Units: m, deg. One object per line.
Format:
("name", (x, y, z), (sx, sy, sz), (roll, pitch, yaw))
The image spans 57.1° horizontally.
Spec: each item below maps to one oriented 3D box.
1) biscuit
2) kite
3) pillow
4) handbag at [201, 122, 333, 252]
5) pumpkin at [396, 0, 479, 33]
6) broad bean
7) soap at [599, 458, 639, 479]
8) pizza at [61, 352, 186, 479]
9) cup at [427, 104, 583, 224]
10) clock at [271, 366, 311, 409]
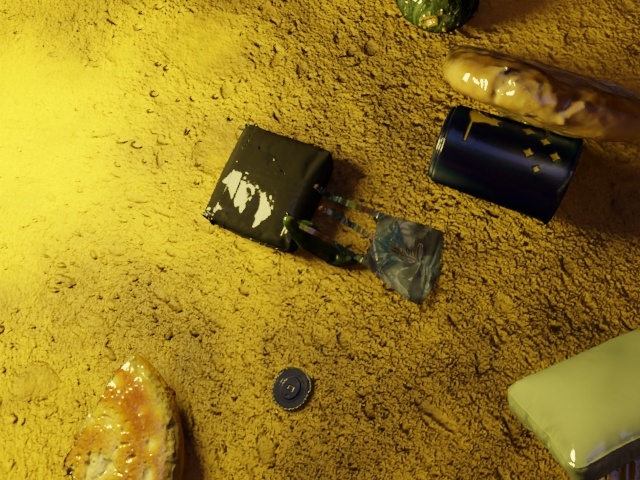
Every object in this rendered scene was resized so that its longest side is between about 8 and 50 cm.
("biscuit", (0.442, -0.272, 1.122), (0.430, 0.446, 0.103), (19, 115, 5))
("kite", (0.106, 0.007, 1.159), (0.310, 0.015, 0.169), (21, 72, -14))
("pillow", (0.512, 0.270, 1.007), (0.323, 0.255, 0.119), (-21, 108, -4))
("handbag", (-0.109, -0.117, 1.239), (0.223, 0.080, 0.246), (21, 75, 10))
("pumpkin", (0.261, -0.551, 1.317), (0.191, 0.146, 0.190), (-2, 43, 2))
("broad bean", (-0.003, 0.006, 1.176), (0.195, 0.061, 0.046), (28, 36, -23))
("soap", (0.555, 0.472, 1.008), (0.161, 0.080, 0.257), (8, 73, 9))
("pizza", (-0.364, 0.384, 1.095), (0.226, 0.086, 0.335), (-15, 70, 4))
("cup", (0.373, -0.170, 1.210), (0.256, 0.255, 0.178), (22, 112, 13))
("clock", (-0.058, 0.288, 1.143), (0.074, 0.010, 0.083), (26, 76, 11))
